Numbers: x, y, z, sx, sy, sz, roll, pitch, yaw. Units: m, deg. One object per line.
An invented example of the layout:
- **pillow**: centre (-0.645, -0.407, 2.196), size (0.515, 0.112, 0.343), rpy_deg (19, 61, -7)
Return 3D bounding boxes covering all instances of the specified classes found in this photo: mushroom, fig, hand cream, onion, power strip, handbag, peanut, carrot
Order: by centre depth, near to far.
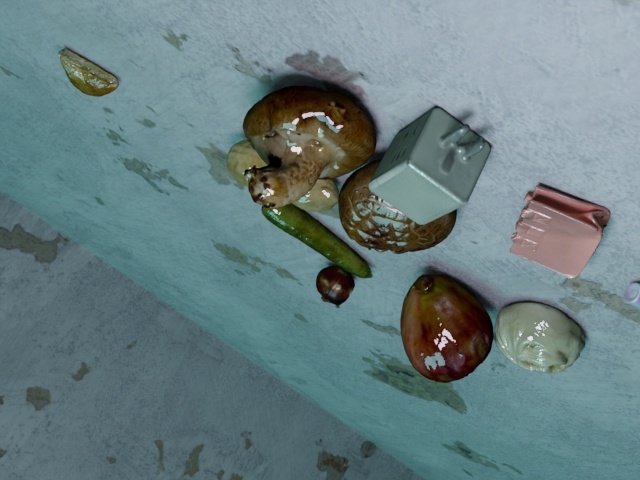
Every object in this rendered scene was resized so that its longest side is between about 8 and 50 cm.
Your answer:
- **power strip**: centre (0.210, -0.138, 1.578), size (0.139, 0.140, 0.224), rpy_deg (35, 157, -12)
- **handbag**: centre (0.450, -0.017, 1.670), size (0.157, 0.059, 0.212), rpy_deg (22, 156, 12)
- **mushroom**: centre (-0.034, -0.182, 1.720), size (0.267, 0.254, 0.267), rpy_deg (28, -172, -4)
- **hand cream**: centre (0.688, 0.140, 1.760), size (0.174, 0.047, 0.076), rpy_deg (26, 159, -19)
- **mushroom**: centre (0.157, -0.062, 1.796), size (0.253, 0.153, 0.253), rpy_deg (10, 155, 4)
- **peanut**: centre (-0.083, -0.139, 1.968), size (0.274, 0.111, 0.125), rpy_deg (25, 162, 9)
- **fig**: centre (0.302, 0.209, 2.124), size (0.224, 0.263, 0.224), rpy_deg (-14, 170, -2)
- **carrot**: centre (0.000, 0.000, 2.233), size (0.358, 0.074, 0.074), rpy_deg (36, 157, -21)
- **onion**: centre (0.037, 0.122, 2.401), size (0.118, 0.119, 0.117), rpy_deg (32, 162, -8)

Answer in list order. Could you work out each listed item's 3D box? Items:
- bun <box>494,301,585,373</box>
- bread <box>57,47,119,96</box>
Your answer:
- **bun**: centre (0.512, 0.244, 2.076), size (0.231, 0.133, 0.231), rpy_deg (23, 156, 11)
- **bread**: centre (-0.558, -0.381, 2.086), size (0.154, 0.054, 0.136), rpy_deg (34, 161, -6)
